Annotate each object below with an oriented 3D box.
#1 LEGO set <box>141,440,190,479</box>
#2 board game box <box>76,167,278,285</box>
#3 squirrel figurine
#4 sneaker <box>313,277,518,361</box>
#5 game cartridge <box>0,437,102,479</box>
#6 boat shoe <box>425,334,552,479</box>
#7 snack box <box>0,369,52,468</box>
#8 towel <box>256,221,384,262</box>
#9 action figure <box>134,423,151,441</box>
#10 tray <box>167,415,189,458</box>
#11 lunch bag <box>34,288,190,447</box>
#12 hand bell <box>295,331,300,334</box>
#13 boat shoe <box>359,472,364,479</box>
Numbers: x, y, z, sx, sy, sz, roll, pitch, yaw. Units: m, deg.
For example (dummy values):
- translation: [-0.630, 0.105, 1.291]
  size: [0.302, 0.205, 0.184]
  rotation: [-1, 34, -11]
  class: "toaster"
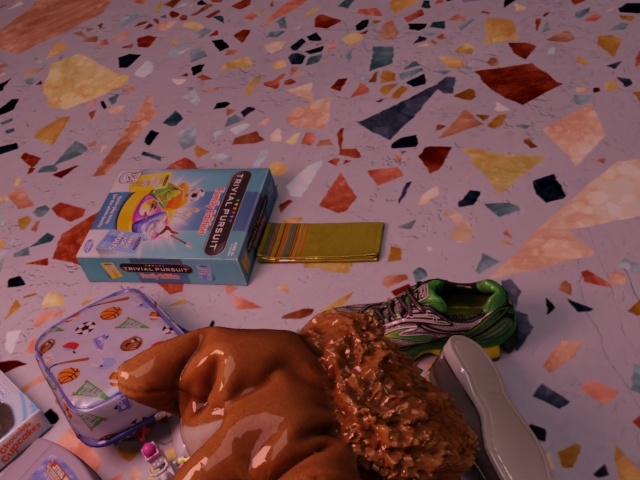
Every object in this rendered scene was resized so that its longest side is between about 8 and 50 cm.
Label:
- translation: [-0.143, 0.277, 1.389]
  size: [0.287, 0.107, 0.132]
  rotation: [-42, 63, -7]
  class: "LEGO set"
- translation: [-0.279, -0.033, 1.797]
  size: [0.335, 0.079, 0.254]
  rotation: [0, 46, 16]
  class: "board game box"
- translation: [0.004, 0.260, 1.100]
  size: [0.396, 0.281, 0.370]
  rotation: [-25, 30, -18]
  class: "squirrel figurine"
- translation: [0.146, 0.120, 1.479]
  size: [0.343, 0.146, 0.134]
  rotation: [-9, 44, 8]
  class: "sneaker"
- translation: [-0.411, 0.415, 1.338]
  size: [0.198, 0.062, 0.297]
  rotation: [-52, 37, -13]
  class: "game cartridge"
- translation: [0.242, 0.283, 1.330]
  size: [0.109, 0.091, 0.305]
  rotation: [13, 38, -33]
  class: "boat shoe"
- translation: [-0.638, 0.292, 1.586]
  size: [0.322, 0.060, 0.187]
  rotation: [29, 60, 36]
  class: "snack box"
- translation: [0.000, 0.000, 1.728]
  size: [0.237, 0.021, 0.102]
  rotation: [-1, 47, 14]
  class: "towel"
- translation: [-0.307, 0.292, 1.519]
  size: [0.038, 0.030, 0.115]
  rotation: [-16, 46, -7]
  class: "action figure"
- translation: [-0.128, 0.254, 1.505]
  size: [0.270, 0.030, 0.145]
  rotation: [-21, 45, -5]
  class: "tray"
- translation: [-0.333, 0.207, 1.520]
  size: [0.243, 0.115, 0.303]
  rotation: [-28, 34, -21]
  class: "lunch bag"
- translation: [-0.017, 0.241, 1.425]
  size: [0.126, 0.126, 0.242]
  rotation: [-15, 41, 1]
  class: "hand bell"
- translation: [0.115, 0.351, 1.297]
  size: [0.109, 0.094, 0.302]
  rotation: [-33, 17, 35]
  class: "boat shoe"
